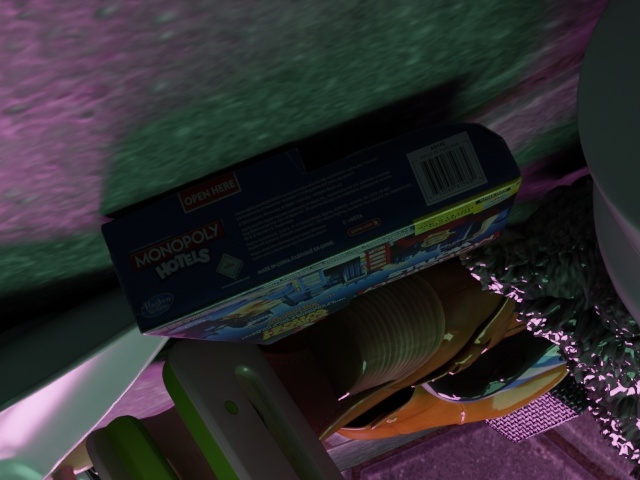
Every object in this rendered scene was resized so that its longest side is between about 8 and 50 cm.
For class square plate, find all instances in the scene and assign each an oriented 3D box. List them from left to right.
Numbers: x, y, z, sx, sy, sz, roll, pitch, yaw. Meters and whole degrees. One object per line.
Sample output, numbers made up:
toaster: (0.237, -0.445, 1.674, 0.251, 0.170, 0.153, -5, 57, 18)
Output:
square plate: (-0.261, 0.153, 0.862, 0.344, 0.049, 0.347, -29, 169, -35)

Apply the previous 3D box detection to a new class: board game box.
board game box: (0.000, 0.000, 0.791, 0.194, 0.060, 0.194, -22, 170, -2)

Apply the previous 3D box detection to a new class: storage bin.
storage bin: (0.274, 0.168, 1.879, 0.122, 0.084, 0.180, -59, -171, -31)

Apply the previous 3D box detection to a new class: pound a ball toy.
pound a ball toy: (-0.073, 0.217, 1.128, 0.208, 0.319, 0.136, -47, 157, 29)

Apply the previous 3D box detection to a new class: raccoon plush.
raccoon plush: (0.251, 0.137, 1.074, 0.216, 0.446, 0.299, -3, -171, 40)

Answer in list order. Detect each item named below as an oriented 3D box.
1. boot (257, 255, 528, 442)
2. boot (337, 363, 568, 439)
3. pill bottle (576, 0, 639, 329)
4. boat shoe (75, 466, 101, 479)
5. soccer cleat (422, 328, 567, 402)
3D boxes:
boot: (0.053, 0.084, 1.224, 0.220, 0.109, 0.283, -19, 162, -34)
boot: (0.140, 0.164, 1.700, 0.295, 0.104, 0.211, -20, 170, 14)
pill bottle: (0.250, 0.001, 0.730, 0.204, 0.204, 0.361, -25, 150, 13)
boat shoe: (-0.214, 0.210, 1.413, 0.040, 0.049, 0.142, -40, 172, -7)
soccer cleat: (0.238, 0.056, 1.424, 0.331, 0.116, 0.143, -20, -175, 0)
